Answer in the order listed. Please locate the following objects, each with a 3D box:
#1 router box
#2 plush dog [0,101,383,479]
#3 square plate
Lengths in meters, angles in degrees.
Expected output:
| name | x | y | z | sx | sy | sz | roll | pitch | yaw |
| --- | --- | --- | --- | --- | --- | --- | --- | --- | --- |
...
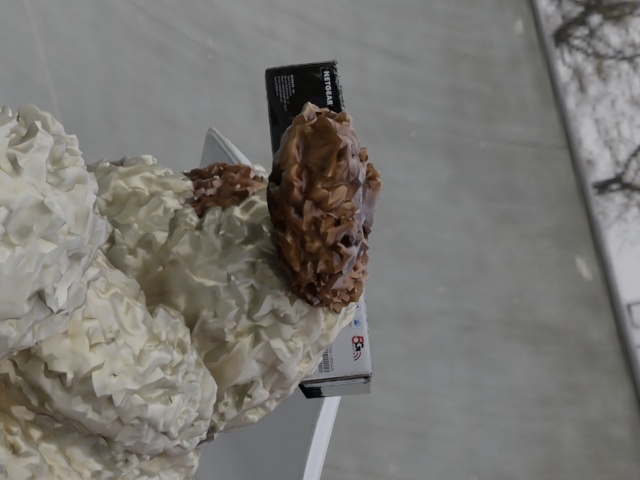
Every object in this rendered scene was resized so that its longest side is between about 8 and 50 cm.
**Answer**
| name | x | y | z | sx | sy | sz | roll | pitch | yaw |
| --- | --- | --- | --- | --- | --- | --- | --- | --- | --- |
| router box | 0.000 | 0.000 | 0.722 | 0.133 | 0.046 | 0.179 | 83 | 1 | -79 |
| plush dog | -0.081 | 0.041 | 0.465 | 0.262 | 0.225 | 0.210 | -11 | -75 | 58 |
| square plate | -0.064 | 0.111 | 1.197 | 0.344 | 0.049 | 0.347 | 46 | -50 | 51 |
